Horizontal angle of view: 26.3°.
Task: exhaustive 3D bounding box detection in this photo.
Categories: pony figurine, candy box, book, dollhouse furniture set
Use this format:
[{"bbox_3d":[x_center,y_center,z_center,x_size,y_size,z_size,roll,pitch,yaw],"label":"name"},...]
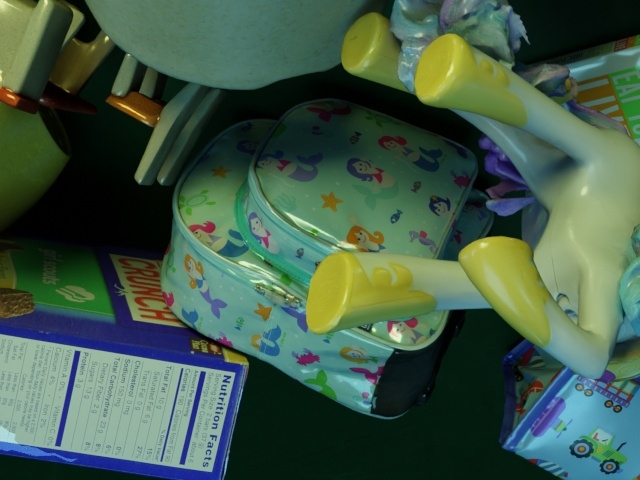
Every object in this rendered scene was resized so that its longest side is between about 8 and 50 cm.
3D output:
[{"bbox_3d":[0.179,-0.023,0.888,0.363,0.351,0.303,26,144,-28],"label":"pony figurine"},{"bbox_3d":[-0.237,0.084,1.183,0.317,0.268,0.122,11,104,-15],"label":"candy box"},{"bbox_3d":[0.219,-0.109,1.092,0.144,0.035,0.096,-13,124,29],"label":"book"},{"bbox_3d":[-0.231,-0.123,1.023,0.262,0.259,0.135,30,94,4],"label":"dollhouse furniture set"}]

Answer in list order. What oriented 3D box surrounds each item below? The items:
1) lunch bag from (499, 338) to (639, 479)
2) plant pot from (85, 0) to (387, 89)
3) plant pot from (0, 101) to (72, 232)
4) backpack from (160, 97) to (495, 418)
[{"bbox_3d":[0.332,0.102,1.213,0.221,0.138,0.293,29,122,-10],"label":"lunch bag"},{"bbox_3d":[-0.042,-0.270,0.843,0.334,0.334,0.305,15,147,2],"label":"plant pot"},{"bbox_3d":[-0.278,-0.084,1.209,0.095,0.134,0.134,-26,125,4],"label":"plant pot"},{"bbox_3d":[0.000,0.000,1.126,0.253,0.225,0.191,20,133,12],"label":"backpack"}]
